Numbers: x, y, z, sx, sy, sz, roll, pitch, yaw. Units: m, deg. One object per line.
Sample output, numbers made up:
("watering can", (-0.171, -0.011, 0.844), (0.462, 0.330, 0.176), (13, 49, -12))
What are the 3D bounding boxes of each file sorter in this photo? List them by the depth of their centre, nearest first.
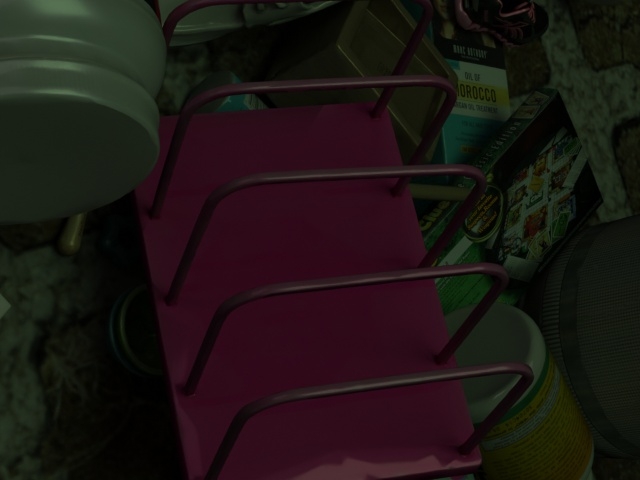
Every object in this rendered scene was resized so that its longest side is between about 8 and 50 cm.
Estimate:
("file sorter", (0.000, 0.000, 1.038), (0.202, 0.182, 0.290), (-5, 64, -17))

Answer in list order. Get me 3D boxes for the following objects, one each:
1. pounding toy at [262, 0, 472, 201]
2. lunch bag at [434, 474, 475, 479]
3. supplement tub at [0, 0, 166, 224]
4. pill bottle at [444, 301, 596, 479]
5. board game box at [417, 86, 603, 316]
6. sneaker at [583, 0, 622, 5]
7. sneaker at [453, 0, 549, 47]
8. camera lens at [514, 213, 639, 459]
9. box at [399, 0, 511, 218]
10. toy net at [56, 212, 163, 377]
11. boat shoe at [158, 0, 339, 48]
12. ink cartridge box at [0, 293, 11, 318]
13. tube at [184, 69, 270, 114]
("pounding toy", (0.038, -0.085, 1.288), (0.181, 0.094, 0.206), (49, 36, -22))
("lunch bag", (0.009, 0.248, 1.155), (0.223, 0.160, 0.262), (10, 78, -41))
("supplement tub", (-0.201, -0.167, 1.007), (0.191, 0.191, 0.272), (12, 58, -41))
("pill bottle", (0.161, 0.158, 1.329), (0.208, 0.117, 0.117), (58, 45, -40))
("board game box", (0.142, 0.001, 1.362), (0.259, 0.030, 0.136), (-46, 131, -23))
("sneaker", (0.240, -0.406, 1.562), (0.148, 0.131, 0.350), (-41, 107, -37))
("sneaker", (0.173, -0.204, 1.412), (0.119, 0.057, 0.047), (3, 76, -46))
("camera lens", (0.322, 0.080, 1.411), (0.219, 0.274, 0.219), (14, 70, -41))
("box", (0.117, -0.132, 1.423), (0.100, 0.060, 0.244), (3, 77, -43))
("toy net", (-0.140, -0.018, 1.159), (0.122, 0.045, 0.232), (-24, 96, -44))
("boat shoe", (-0.036, -0.209, 1.220), (0.267, 0.088, 0.096), (-17, 111, -22))
("ink cartridge box", (-0.280, 0.043, 0.995), (0.115, 0.067, 0.198), (53, 49, -19))
("tube", (-0.024, -0.054, 1.280), (0.207, 0.052, 0.080), (43, 53, -33))
